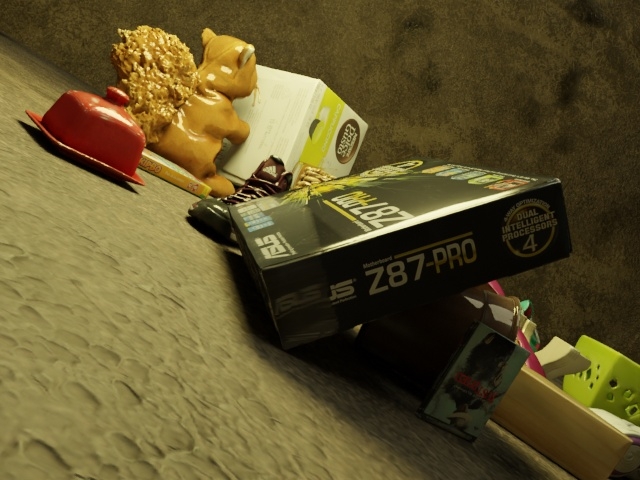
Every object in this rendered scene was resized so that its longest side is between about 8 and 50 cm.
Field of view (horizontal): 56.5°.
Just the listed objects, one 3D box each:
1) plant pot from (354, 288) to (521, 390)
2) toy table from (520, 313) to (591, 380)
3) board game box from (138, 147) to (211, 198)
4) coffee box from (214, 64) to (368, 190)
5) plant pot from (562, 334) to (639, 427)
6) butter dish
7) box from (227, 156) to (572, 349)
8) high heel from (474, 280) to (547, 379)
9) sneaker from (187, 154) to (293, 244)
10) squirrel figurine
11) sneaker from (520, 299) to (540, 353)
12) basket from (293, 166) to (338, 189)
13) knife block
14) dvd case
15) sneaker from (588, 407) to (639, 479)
[{"bbox_3d":[0.142,0.115,0.768,0.165,0.167,0.167,24,3,4],"label":"plant pot"},{"bbox_3d":[0.440,0.258,1.288,0.274,0.160,0.252,32,3,-21],"label":"toy table"},{"bbox_3d":[-0.357,-0.165,1.250,0.124,0.039,0.259,34,7,38],"label":"board game box"},{"bbox_3d":[-0.117,-0.281,1.754,0.338,0.337,0.334,21,-2,31],"label":"coffee box"},{"bbox_3d":[0.726,0.395,1.473,0.228,0.207,0.227,32,3,1],"label":"plant pot"},{"bbox_3d":[-0.329,-0.174,0.891,0.160,0.118,0.160,35,4,43],"label":"butter dish"},{"bbox_3d":[0.059,-0.016,0.757,0.395,0.318,0.097,-136,-151,-73],"label":"box"},{"bbox_3d":[0.318,0.145,1.145,0.377,0.127,0.181,60,6,23],"label":"high heel"},{"bbox_3d":[-0.126,-0.084,1.034,0.106,0.162,0.281,32,3,5],"label":"sneaker"},{"bbox_3d":[-0.318,-0.357,1.459,0.281,0.370,0.397,35,5,37],"label":"squirrel figurine"},{"bbox_3d":[0.471,0.202,1.583,0.295,0.178,0.124,53,15,24],"label":"sneaker"},{"bbox_3d":[0.048,0.019,1.312,0.299,0.223,0.213,21,-31,4],"label":"basket"},{"bbox_3d":[0.278,0.226,0.888,0.242,0.088,0.276,29,5,-28],"label":"knife block"},{"bbox_3d":[0.166,0.153,0.642,0.087,0.119,0.013,31,3,-26],"label":"dvd case"},{"bbox_3d":[0.566,0.374,1.107,0.305,0.114,0.152,30,5,-31],"label":"sneaker"}]
